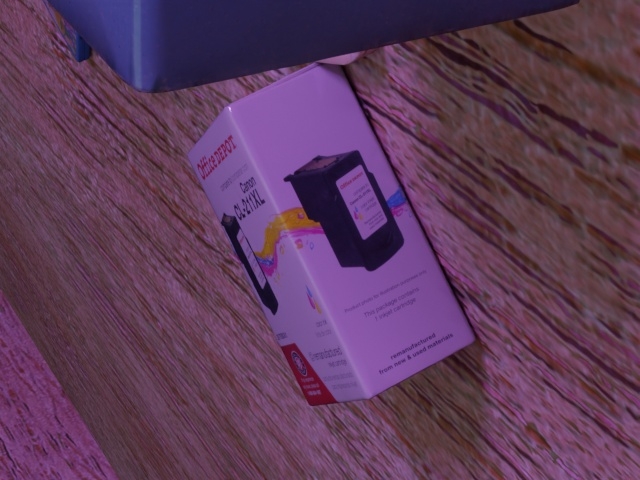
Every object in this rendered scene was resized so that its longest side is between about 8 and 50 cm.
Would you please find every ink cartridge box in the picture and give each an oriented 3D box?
[{"bbox_3d":[0.000,0.000,0.755,0.175,0.072,0.127,63,162,1],"label":"ink cartridge box"}]

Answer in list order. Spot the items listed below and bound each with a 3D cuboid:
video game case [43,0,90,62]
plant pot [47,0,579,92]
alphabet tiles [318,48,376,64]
[{"bbox_3d":[-0.237,-0.247,1.171,0.119,0.015,0.166,60,161,14],"label":"video game case"},{"bbox_3d":[-0.017,-0.197,0.402,0.165,0.165,0.234,45,142,45],"label":"plant pot"},{"bbox_3d":[-0.048,-0.227,0.669,0.278,0.021,0.284,22,135,64],"label":"alphabet tiles"}]
